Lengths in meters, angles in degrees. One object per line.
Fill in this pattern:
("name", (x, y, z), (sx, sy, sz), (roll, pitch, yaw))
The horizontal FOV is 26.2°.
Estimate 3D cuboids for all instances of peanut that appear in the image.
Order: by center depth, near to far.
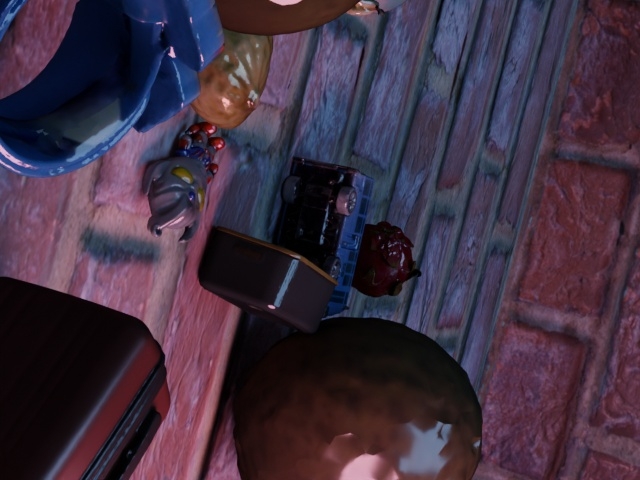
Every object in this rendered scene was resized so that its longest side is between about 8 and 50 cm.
("peanut", (-0.119, -0.225, 1.716), (0.140, 0.109, 0.159), (87, 14, -63))

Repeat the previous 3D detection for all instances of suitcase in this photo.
("suitcase", (-0.304, 0.195, 1.366), (0.297, 0.236, 0.161), (-58, 152, -35))

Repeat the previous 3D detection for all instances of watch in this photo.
("watch", (-0.254, -0.182, 1.321), (0.274, 0.241, 0.305), (-41, 145, -27))

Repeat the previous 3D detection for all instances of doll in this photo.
("doll", (-0.173, -0.072, 1.741), (0.104, 0.062, 0.195), (82, 24, -44))

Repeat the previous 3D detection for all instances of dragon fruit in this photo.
("dragon fruit", (0.097, 0.039, 2.368), (0.133, 0.136, 0.166), (-33, 172, -16))

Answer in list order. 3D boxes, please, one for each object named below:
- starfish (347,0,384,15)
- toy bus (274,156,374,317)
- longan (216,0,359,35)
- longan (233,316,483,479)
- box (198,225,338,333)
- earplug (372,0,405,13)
("starfish", (0.031, -0.503, 1.745), (0.324, 0.082, 0.432), (51, 42, -20))
("toy bus", (0.000, 0.000, 2.119), (0.133, 0.116, 0.234), (14, 89, -71))
("longan", (-0.053, -0.398, 1.458), (0.361, 0.361, 0.361), (-46, 144, -50))
("longan", (0.053, 0.301, 2.078), (0.391, 0.391, 0.391), (-46, 144, -50))
("box", (-0.074, 0.061, 1.949), (0.090, 0.144, 0.201), (-69, 158, -8))
("earplug", (-0.009, -0.372, 1.811), (0.324, 0.185, 0.185), (-28, 129, -55))
